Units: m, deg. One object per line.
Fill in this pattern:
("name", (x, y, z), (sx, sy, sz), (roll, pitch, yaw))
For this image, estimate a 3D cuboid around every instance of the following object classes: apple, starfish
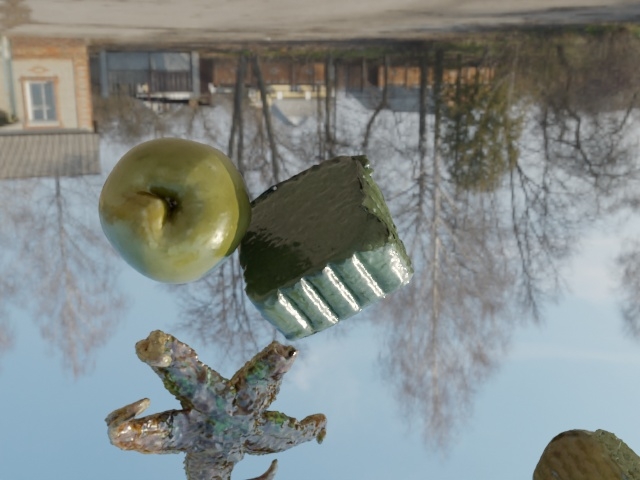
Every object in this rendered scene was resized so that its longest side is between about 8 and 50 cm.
("apple", (-0.178, -0.040, 0.879), (0.200, 0.199, 0.200), (0, -167, 0))
("starfish", (-0.067, 0.128, 0.512), (0.210, 0.150, 0.053), (20, -156, -42))

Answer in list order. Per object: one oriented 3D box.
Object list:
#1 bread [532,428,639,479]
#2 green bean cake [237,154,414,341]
("bread", (0.255, 0.313, 0.592), (0.056, 0.207, 0.286), (16, -150, -27))
("green bean cake", (0.000, 0.000, 0.943), (0.223, 0.125, 0.227), (-30, -138, 11))
